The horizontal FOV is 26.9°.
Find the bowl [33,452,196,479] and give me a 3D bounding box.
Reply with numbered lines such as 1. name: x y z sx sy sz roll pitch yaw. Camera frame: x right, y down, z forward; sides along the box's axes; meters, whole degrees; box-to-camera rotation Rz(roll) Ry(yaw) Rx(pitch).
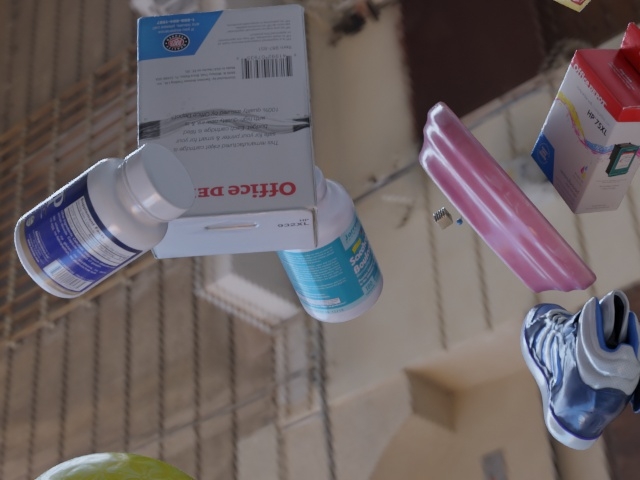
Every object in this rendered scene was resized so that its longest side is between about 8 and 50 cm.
1. bowl: -0.228 0.384 1.413 0.289 0.289 0.156 59 -174 -5

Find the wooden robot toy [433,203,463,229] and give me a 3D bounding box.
1. wooden robot toy: 0.284 -0.092 2.612 0.079 0.173 0.076 43 -141 -28

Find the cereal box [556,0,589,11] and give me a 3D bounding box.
1. cereal box: 0.364 -0.423 1.658 0.047 0.173 0.240 22 -121 -12

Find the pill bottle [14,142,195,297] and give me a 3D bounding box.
1. pill bottle: -0.232 -0.025 1.459 0.112 0.187 0.112 42 -151 -31

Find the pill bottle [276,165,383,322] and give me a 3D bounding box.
1. pill bottle: 0.000 0.000 2.154 0.146 0.146 0.264 -85 -22 -44

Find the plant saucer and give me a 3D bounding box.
1. plant saucer: 0.248 -0.047 1.869 0.332 0.084 0.332 48 -173 -8

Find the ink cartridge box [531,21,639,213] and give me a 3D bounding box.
1. ink cartridge box: 0.382 -0.166 1.806 0.078 0.231 0.134 -5 -137 -25

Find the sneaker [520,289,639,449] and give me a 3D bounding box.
1. sneaker: 0.425 0.146 2.101 0.130 0.236 0.322 15 -145 -11

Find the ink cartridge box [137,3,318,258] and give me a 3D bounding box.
1. ink cartridge box: -0.121 -0.142 1.760 0.129 0.223 0.307 85 -179 -65
